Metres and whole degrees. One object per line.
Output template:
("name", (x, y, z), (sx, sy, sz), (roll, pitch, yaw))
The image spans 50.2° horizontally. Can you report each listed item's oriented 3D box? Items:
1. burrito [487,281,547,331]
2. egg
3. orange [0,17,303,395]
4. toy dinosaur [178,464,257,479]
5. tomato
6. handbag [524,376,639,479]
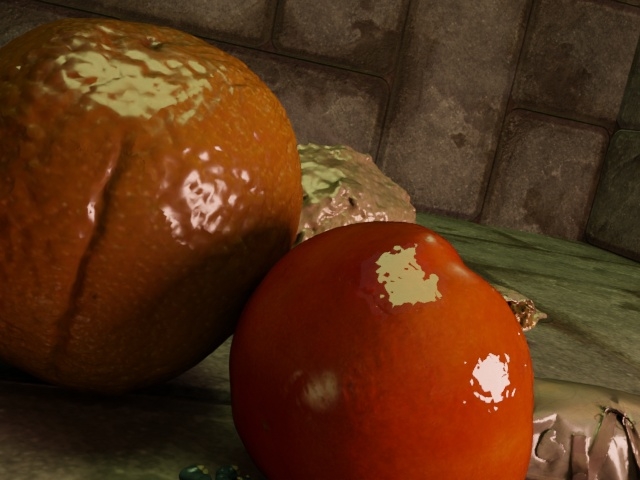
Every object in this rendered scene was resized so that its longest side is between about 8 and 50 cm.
("burrito", (0.228, 0.090, 1.262), (0.117, 0.076, 0.392), (-4, 15, -34))
("egg", (0.000, 0.000, 0.969), (0.310, 0.279, 0.279), (24, 3, -28))
("orange", (-0.185, -0.020, 0.631), (0.322, 0.357, 0.322), (15, 41, -13))
("toy dinosaur", (-0.075, 0.187, 0.492), (0.083, 0.030, 0.047), (7, 9, -21))
("tomato", (0.033, 0.105, 0.518), (0.180, 0.259, 0.260), (-20, 28, -35))
("handbag", (0.238, 0.189, 0.618), (0.271, 0.117, 0.182), (11, 18, -10))
